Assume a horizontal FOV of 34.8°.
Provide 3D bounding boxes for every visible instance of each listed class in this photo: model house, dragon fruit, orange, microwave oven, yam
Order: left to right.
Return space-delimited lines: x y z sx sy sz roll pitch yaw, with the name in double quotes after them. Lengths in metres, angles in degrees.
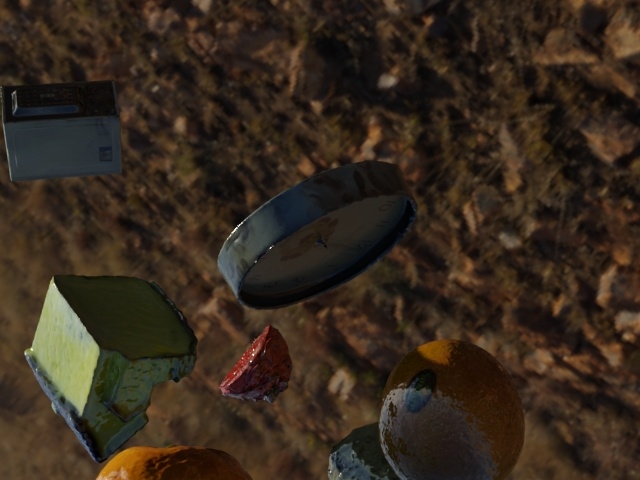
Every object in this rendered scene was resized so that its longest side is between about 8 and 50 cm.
-0.473 -0.207 1.874 0.163 0.205 0.129 100 159 -44 "microwave oven"
-0.291 0.183 1.399 0.194 0.170 0.211 41 116 37 "model house"
-0.211 0.415 1.485 0.261 0.261 0.261 34 154 19 "orange"
-0.102 0.252 1.920 0.106 0.162 0.083 41 172 -14 "dragon fruit"
0.148 0.432 1.654 0.300 0.195 0.195 36 158 46 "yam"
0.165 0.226 1.299 0.206 0.206 0.206 34 154 19 "orange"

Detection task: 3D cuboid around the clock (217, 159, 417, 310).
-0.001 -0.001 1.504 0.061 0.312 0.312 61 162 21 "clock"
